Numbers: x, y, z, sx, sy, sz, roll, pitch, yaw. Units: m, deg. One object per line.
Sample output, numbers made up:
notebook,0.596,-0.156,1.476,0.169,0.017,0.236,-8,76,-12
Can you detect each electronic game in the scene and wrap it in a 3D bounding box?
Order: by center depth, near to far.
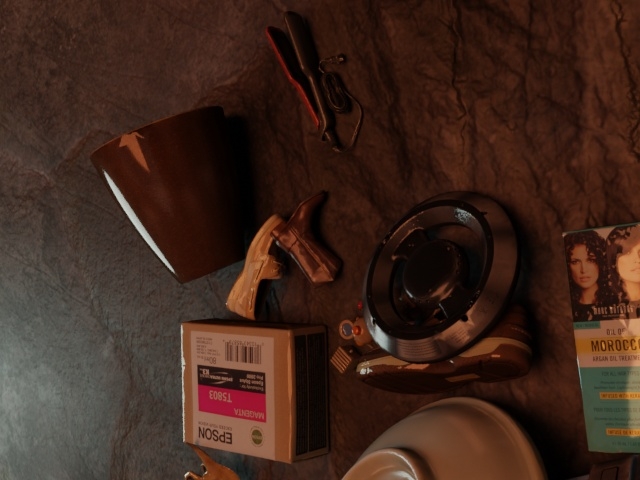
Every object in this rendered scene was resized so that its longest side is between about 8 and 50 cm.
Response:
electronic game,0.143,0.042,1.058,0.229,0.048,0.229,-26,48,32

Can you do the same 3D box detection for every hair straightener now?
hair straightener,-0.002,-0.230,1.218,0.089,0.047,0.230,-33,70,36

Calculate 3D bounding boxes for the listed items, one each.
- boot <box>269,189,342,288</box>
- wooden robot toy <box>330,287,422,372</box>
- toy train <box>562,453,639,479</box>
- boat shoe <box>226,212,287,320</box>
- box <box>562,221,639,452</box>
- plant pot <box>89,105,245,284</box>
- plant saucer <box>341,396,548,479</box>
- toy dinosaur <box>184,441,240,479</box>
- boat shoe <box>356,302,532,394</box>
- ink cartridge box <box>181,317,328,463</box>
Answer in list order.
boot,0.000,0.000,1.230,0.106,0.037,0.114,-44,77,5
wooden robot toy,0.060,0.115,1.154,0.173,0.079,0.076,-43,65,32
toy train,0.302,0.300,0.934,0.184,0.080,0.105,-28,109,40
boat shoe,-0.081,0.042,1.288,0.059,0.063,0.170,30,107,19
box,0.335,0.104,0.935,0.100,0.060,0.244,-9,85,40
plant pot,-0.207,-0.058,1.314,0.215,0.215,0.230,-20,93,38
plant saucer,0.088,0.356,0.988,0.400,0.100,0.400,-47,27,32
toy dinosaur,-0.166,0.366,1.345,0.092,0.053,0.183,-18,115,42
boat shoe,0.156,0.133,1.083,0.257,0.095,0.095,-15,53,41
ink cartridge box,-0.103,0.218,1.288,0.234,0.088,0.193,-2,89,39
